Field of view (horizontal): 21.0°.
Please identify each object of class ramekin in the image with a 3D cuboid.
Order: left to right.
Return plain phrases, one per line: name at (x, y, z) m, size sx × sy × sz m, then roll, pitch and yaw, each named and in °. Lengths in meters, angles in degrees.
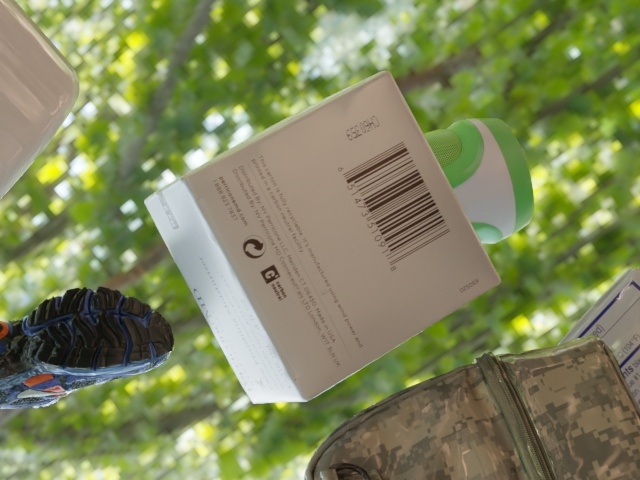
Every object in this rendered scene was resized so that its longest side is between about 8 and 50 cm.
ramekin at (-0.312, -0.079, 1.316) m, size 0.135 × 0.277 × 0.277 m, roll 45°, pitch -155°, yaw -16°

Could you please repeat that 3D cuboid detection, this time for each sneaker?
sneaker at (-0.228, 0.099, 1.480) m, size 0.087 × 0.221 × 0.083 m, roll 62°, pitch -156°, yaw -57°

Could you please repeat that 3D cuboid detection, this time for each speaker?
speaker at (0.045, -0.024, 1.633) m, size 0.131 × 0.296 × 0.131 m, roll 163°, pitch 90°, yaw -78°

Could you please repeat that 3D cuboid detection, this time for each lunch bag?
lunch bag at (0.109, 0.244, 1.286) m, size 0.305 × 0.256 × 0.212 m, roll 90°, pitch 167°, yaw -49°

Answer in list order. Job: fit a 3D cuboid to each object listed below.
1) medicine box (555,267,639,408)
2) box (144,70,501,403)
medicine box at (0.348, 0.175, 1.512) m, size 0.289 × 0.149 × 0.263 m, roll 45°, pitch -170°, yaw 16°
box at (0.000, 0.000, 1.261) m, size 0.181 × 0.182 × 0.119 m, roll 61°, pitch 160°, yaw -3°
